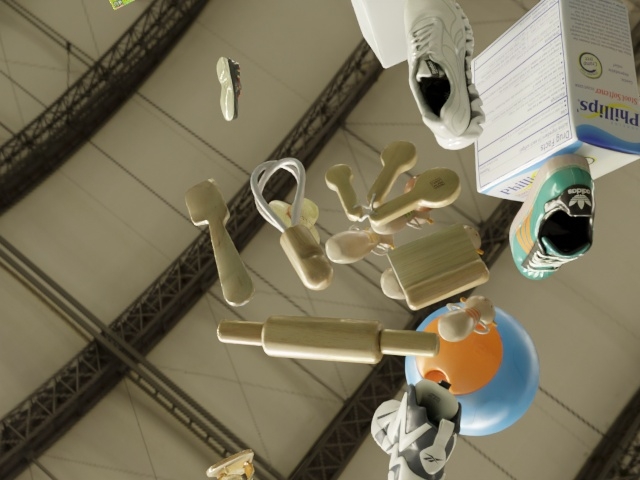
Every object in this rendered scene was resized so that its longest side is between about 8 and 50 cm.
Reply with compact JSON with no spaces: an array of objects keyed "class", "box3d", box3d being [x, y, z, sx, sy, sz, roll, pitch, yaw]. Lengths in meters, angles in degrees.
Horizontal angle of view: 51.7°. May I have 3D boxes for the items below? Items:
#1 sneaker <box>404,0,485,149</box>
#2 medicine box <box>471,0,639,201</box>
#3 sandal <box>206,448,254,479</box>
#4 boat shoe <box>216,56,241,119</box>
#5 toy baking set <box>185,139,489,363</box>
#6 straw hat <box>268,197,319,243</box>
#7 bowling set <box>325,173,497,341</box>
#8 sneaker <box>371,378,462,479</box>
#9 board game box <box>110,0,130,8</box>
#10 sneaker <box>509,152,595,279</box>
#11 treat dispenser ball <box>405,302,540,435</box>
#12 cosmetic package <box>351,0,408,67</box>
[{"class":"sneaker","box3d":[0.190,-0.298,1.083,0.118,0.110,0.292,10,-116,-52]},{"class":"medicine box","box3d":[0.408,-0.246,1.179,0.149,0.263,0.289,6,-106,-20]},{"class":"sandal","box3d":[-0.148,0.438,1.194,0.088,0.240,0.079,-23,-108,-15]},{"class":"boat shoe","box3d":[-0.175,-0.299,1.309,0.042,0.049,0.133,5,-111,-39]},{"class":"toy baking set","box3d":[0.000,0.005,0.516,0.256,0.030,0.197,-3,-128,17]},{"class":"straw hat","box3d":[-0.037,-0.055,1.404,0.144,0.061,0.144,32,-154,-18]},{"class":"bowling set","box3d":[0.168,-0.003,0.989,0.287,0.200,0.154,37,-149,26]},{"class":"sneaker","box3d":[0.149,0.259,0.977,0.094,0.235,0.153,24,-79,-1]},{"class":"board game box","box3d":[-0.382,-0.576,1.411,0.181,0.043,0.092,-28,-67,-7]},{"class":"sneaker","box3d":[0.390,-0.003,1.121,0.108,0.302,0.121,0,-126,5]},{"class":"treat dispenser ball","box3d":[0.332,0.280,1.455,0.288,0.288,0.288,6,-122,-10]},{"class":"cosmetic package","box3d":[0.128,-0.489,1.274,0.138,0.225,0.224,-21,-147,5]}]
